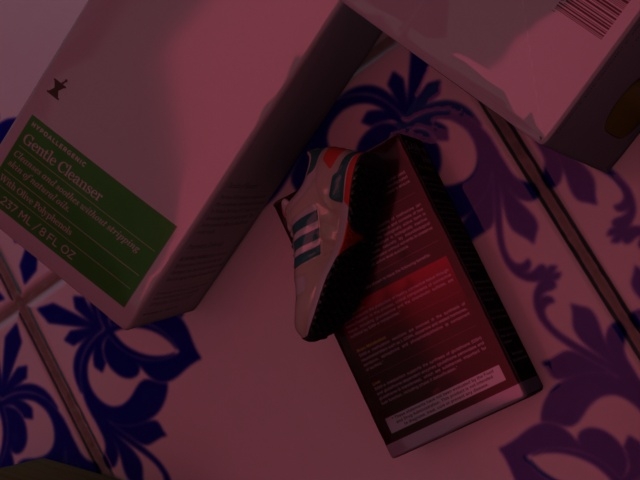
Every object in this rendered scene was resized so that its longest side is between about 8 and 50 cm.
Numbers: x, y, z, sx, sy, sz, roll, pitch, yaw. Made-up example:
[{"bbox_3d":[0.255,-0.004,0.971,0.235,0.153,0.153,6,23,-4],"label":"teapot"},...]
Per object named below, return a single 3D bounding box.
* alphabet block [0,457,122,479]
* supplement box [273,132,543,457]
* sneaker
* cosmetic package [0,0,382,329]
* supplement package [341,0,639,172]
[{"bbox_3d":[-0.232,0.316,1.065,0.197,0.193,0.192,12,95,21],"label":"alphabet block"},{"bbox_3d":[0.073,0.046,1.012,0.130,0.073,0.239,-28,80,19],"label":"supplement box"},{"bbox_3d":[0.000,0.000,0.981,0.075,0.057,0.161,18,97,38],"label":"sneaker"},{"bbox_3d":[-0.111,-0.129,1.041,0.197,0.155,0.365,36,103,12],"label":"cosmetic package"},{"bbox_3d":[0.171,-0.191,0.875,0.198,0.263,0.199,39,103,18],"label":"supplement package"}]
